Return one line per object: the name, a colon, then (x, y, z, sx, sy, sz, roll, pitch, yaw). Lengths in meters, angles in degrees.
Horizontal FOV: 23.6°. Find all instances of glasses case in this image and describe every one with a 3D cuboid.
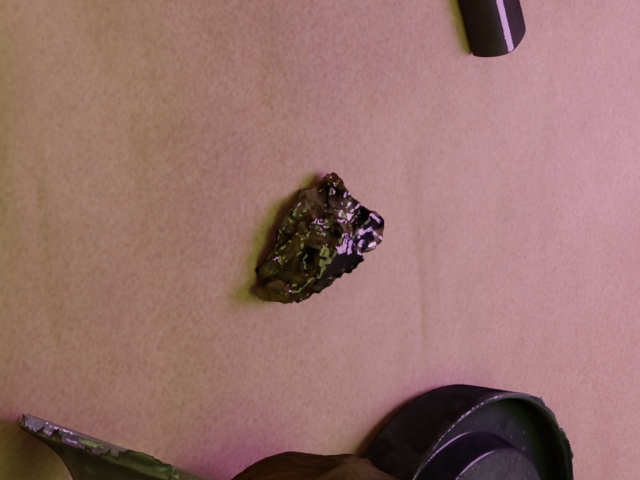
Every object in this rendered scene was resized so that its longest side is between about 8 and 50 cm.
glasses case: (0.163, -0.279, 1.529, 0.072, 0.042, 0.190, -50, 133, -40)

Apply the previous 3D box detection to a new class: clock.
clock: (0.140, 0.337, 1.622, 0.386, 0.076, 0.386, -17, 113, -47)

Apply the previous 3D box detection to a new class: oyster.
oyster: (-0.001, 0.009, 1.401, 0.148, 0.051, 0.103, -48, 125, -17)

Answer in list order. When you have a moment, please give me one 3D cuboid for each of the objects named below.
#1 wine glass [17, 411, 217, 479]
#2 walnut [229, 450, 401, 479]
wine glass: (-0.186, 0.307, 1.129, 0.238, 0.238, 0.323, 32, 76, -48)
walnut: (-0.004, 0.322, 1.335, 0.283, 0.227, 0.283, 12, 90, -81)
